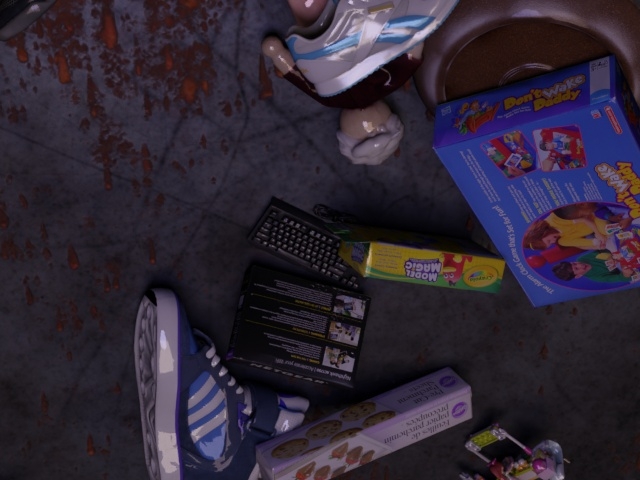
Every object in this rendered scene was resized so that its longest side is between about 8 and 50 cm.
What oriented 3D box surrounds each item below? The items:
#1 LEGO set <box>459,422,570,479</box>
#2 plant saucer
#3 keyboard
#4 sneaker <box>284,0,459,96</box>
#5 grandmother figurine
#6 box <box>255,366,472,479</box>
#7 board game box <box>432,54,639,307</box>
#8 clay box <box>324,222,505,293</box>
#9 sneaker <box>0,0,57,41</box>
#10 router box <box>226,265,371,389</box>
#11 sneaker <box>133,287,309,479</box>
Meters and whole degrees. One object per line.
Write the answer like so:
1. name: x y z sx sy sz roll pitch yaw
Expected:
1. LEGO set: 0.245 0.375 1.966 0.107 0.132 0.287 37 117 -14
2. plant saucer: 0.266 -0.200 1.605 0.311 0.050 0.310 6 140 5
3. keyboard: 0.000 0.000 1.776 0.180 0.023 0.108 25 115 -19
4. sneaker: 0.067 -0.263 1.486 0.229 0.087 0.092 -35 118 9
5. grandmother figurine: 0.035 -0.241 1.602 0.208 0.104 0.342 1 127 24
6. box: 0.065 0.275 1.853 0.324 0.067 0.063 -19 123 -18
7. board game box: 0.322 -0.062 1.655 0.233 0.078 0.347 -14 136 25
8. clay box: 0.119 0.021 1.723 0.222 0.127 0.053 7 100 -16
9. sneaker: -0.339 -0.346 1.509 0.130 0.087 0.227 37 108 -21
10. router box: -0.029 0.122 1.788 0.179 0.046 0.133 16 75 -14
11. sneaker: -0.134 0.207 1.844 0.236 0.130 0.322 -8 109 -22
